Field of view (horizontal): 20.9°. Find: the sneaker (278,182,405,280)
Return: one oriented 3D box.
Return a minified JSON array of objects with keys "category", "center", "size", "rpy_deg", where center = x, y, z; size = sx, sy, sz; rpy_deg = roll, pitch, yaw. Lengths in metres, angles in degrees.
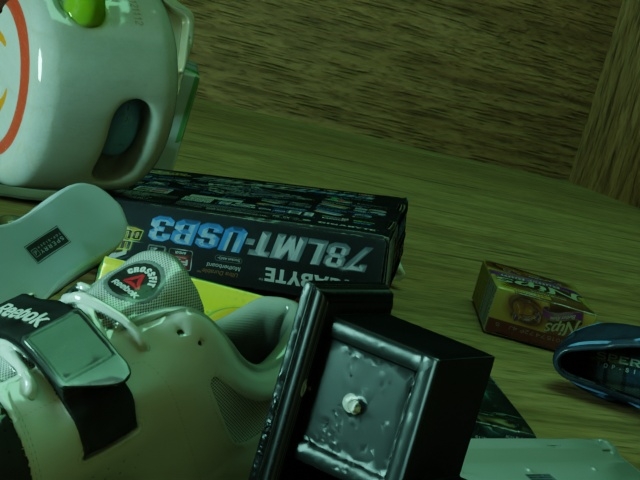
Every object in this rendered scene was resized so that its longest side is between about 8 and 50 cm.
[{"category":"sneaker","center":[0.000,0.000,1.844],"size":[0.212,0.080,0.094],"rpy_deg":[12,21,-33]}]

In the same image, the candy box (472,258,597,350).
[{"category":"candy box","center":[0.225,0.070,1.847],"size":[0.109,0.053,0.186],"rpy_deg":[16,10,-2]}]

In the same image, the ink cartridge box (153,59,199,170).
[{"category":"ink cartridge box","center":[-0.210,-0.147,2.102],"size":[0.093,0.160,0.219],"rpy_deg":[16,9,-7]}]

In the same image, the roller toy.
[{"category":"roller toy","center":[-0.214,-0.139,1.505],"size":[0.146,0.191,0.209],"rpy_deg":[1,-3,-32]}]

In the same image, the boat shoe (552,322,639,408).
[{"category":"boat shoe","center":[0.328,0.134,1.534],"size":[0.258,0.109,0.089],"rpy_deg":[2,7,30]}]

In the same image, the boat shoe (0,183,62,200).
[{"category":"boat shoe","center":[-0.380,-0.141,1.781],"size":[0.500,0.156,0.187],"rpy_deg":[11,8,-39]}]

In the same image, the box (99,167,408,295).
[{"category":"box","center":[-0.071,-0.012,1.645],"size":[0.296,0.073,0.293],"rpy_deg":[8,7,4]}]

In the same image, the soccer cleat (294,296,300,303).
[{"category":"soccer cleat","center":[0.012,0.066,1.566],"size":[0.083,0.029,0.035],"rpy_deg":[13,-3,-22]}]

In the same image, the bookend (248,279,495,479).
[{"category":"bookend","center":[0.051,0.118,0.842],"size":[0.157,0.156,0.072],"rpy_deg":[22,10,31]}]

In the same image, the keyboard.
[{"category":"keyboard","center":[0.147,0.162,1.196],"size":[0.256,0.014,0.072],"rpy_deg":[6,30,-46]}]

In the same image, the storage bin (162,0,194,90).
[{"category":"storage bin","center":[-0.316,-0.235,1.903],"size":[0.262,0.123,0.260],"rpy_deg":[-3,-25,40]}]

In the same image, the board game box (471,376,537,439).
[{"category":"board game box","center":[0.086,0.121,1.336],"size":[0.126,0.026,0.186],"rpy_deg":[14,8,-8]}]

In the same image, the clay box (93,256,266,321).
[{"category":"clay box","center":[-0.096,0.053,1.197],"size":[0.127,0.053,0.222],"rpy_deg":[14,-7,-8]}]

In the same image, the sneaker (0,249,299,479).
[{"category":"sneaker","center":[-0.131,0.070,0.875],"size":[0.122,0.146,0.331],"rpy_deg":[24,13,38]}]

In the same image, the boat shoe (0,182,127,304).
[{"category":"boat shoe","center":[-0.228,0.025,1.216],"size":[0.080,0.076,0.228],"rpy_deg":[51,37,0]}]

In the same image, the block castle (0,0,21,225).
[{"category":"block castle","center":[-0.366,-0.157,1.406],"size":[0.213,0.303,0.453],"rpy_deg":[4,13,-28]}]
